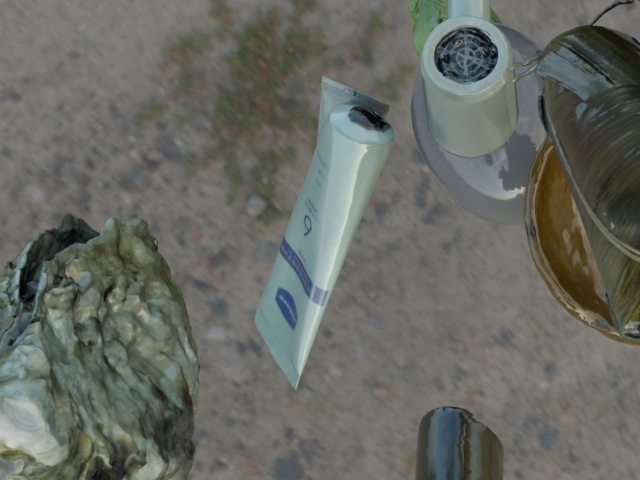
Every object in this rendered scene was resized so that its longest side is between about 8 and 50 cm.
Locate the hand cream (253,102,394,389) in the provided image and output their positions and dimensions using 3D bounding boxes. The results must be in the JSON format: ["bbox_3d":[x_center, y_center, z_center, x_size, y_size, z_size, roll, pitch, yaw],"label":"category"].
[{"bbox_3d":[0.000,0.000,1.740,0.109,0.067,0.320,56,138,40],"label":"hand cream"}]

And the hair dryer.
[{"bbox_3d":[0.118,-0.196,1.311,0.073,0.131,0.236,1,73,8],"label":"hair dryer"}]

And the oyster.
[{"bbox_3d":[-0.137,0.092,0.978,0.112,0.198,0.267,1,32,15],"label":"oyster"}]

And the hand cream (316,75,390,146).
[{"bbox_3d":[0.024,-0.090,1.754,0.076,0.174,0.047,24,47,13],"label":"hand cream"}]

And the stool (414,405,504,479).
[{"bbox_3d":[0.170,0.290,1.026,0.310,0.310,0.226,6,40,21],"label":"stool"}]

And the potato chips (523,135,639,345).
[{"bbox_3d":[0.257,-0.016,1.364,0.208,0.062,0.195,40,86,-4],"label":"potato chips"}]

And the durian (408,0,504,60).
[{"bbox_3d":[0.157,-0.183,1.756,0.101,0.139,0.250,-19,51,8],"label":"durian"}]

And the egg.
[{"bbox_3d":[0.159,-0.106,1.546,0.146,0.146,0.198,-26,64,10],"label":"egg"}]

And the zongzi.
[{"bbox_3d":[0.163,-0.069,0.847,0.084,0.184,0.187,-15,61,-8],"label":"zongzi"}]
